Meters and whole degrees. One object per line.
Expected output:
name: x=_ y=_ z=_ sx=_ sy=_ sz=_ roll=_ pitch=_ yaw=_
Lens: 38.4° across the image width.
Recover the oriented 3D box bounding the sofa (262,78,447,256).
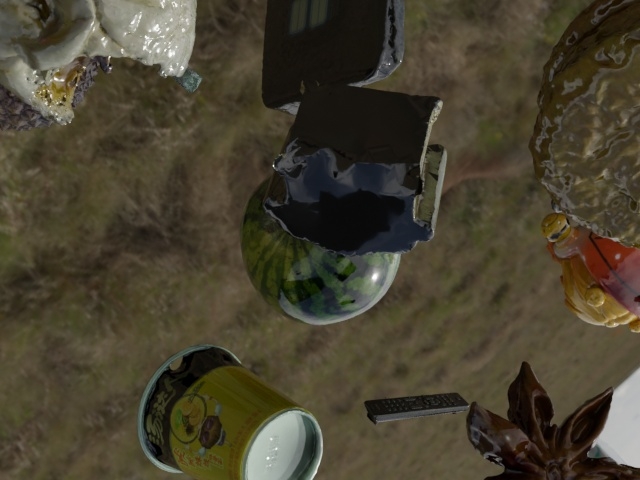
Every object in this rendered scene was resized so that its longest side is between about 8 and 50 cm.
sofa: x=0.057 y=-0.106 z=1.394 sx=0.182 sy=0.258 sz=0.200 roll=88 pitch=13 yaw=-52

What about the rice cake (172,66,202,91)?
rice cake: x=-0.263 y=-0.305 z=1.534 sx=0.033 sy=0.207 sz=0.033 roll=-52 pitch=142 yaw=6

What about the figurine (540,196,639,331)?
figurine: x=0.568 y=0.032 z=1.811 sx=0.320 sy=0.323 sz=0.196 roll=25 pitch=141 yaw=-34

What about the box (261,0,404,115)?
box: x=0.025 y=-0.444 z=1.831 sx=0.091 sy=0.359 sz=0.350 roll=15 pitch=161 yaw=-43

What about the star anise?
star anise: x=0.225 y=0.227 z=0.934 sx=0.212 sy=0.196 sz=0.111 roll=-29 pitch=-179 yaw=-4

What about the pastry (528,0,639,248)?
pastry: x=0.237 y=-0.084 z=0.620 sx=0.189 sy=0.188 sz=0.103 roll=121 pitch=-10 yaw=-45

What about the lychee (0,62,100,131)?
lychee: x=-0.473 y=-0.302 z=1.466 sx=0.267 sy=0.267 sz=0.267 roll=-38 pitch=163 yaw=-14

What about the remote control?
remote control: x=0.085 y=0.149 z=0.814 sx=0.091 sy=0.034 sz=0.016 roll=-3 pitch=105 yaw=-16

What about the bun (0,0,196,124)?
bun: x=-0.275 y=-0.273 z=0.982 sx=0.281 sy=0.281 sz=0.205 roll=-46 pitch=-179 yaw=12

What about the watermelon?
watermelon: x=0.000 y=0.000 z=1.558 sx=0.285 sy=0.285 sz=0.285 roll=-38 pitch=163 yaw=-14

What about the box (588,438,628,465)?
box: x=0.302 y=0.398 z=1.098 sx=0.274 sy=0.203 sz=0.116 roll=-47 pitch=135 yaw=9

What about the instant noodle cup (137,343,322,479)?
instant noodle cup: x=-0.125 y=0.285 z=1.367 sx=0.215 sy=0.236 sz=0.216 roll=-13 pitch=110 yaw=-40
